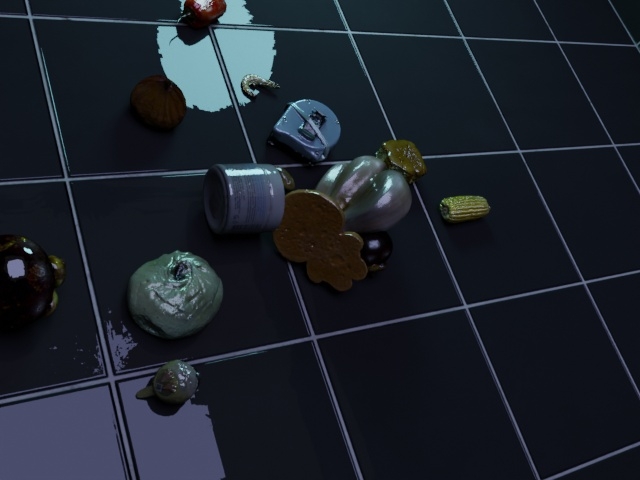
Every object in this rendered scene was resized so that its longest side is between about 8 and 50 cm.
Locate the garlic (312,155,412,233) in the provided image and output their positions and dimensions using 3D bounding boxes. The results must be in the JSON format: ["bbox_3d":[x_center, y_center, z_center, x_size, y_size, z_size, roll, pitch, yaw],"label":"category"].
[{"bbox_3d":[0.108,-0.124,1.902,0.279,0.132,0.325,28,56,30],"label":"garlic"}]

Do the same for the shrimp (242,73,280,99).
[{"bbox_3d":[-0.174,-0.442,2.067,0.114,0.023,0.083,13,60,-14],"label":"shrimp"}]

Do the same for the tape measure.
[{"bbox_3d":[-0.036,-0.311,2.011,0.182,0.107,0.181,27,60,-7],"label":"tape measure"}]

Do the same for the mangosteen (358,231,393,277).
[{"bbox_3d":[0.135,0.033,1.900,0.140,0.140,0.140,13,58,-21],"label":"mangosteen"}]

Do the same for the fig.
[{"bbox_3d":[-0.406,-0.376,1.803,0.146,0.201,0.133,18,65,-10],"label":"fig"}]

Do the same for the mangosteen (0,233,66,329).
[{"bbox_3d":[-0.607,0.078,1.451,0.217,0.192,0.192,-17,71,-53],"label":"mangosteen"}]

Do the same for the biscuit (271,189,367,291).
[{"bbox_3d":[0.000,0.000,1.807,0.289,0.202,0.044,44,19,-6],"label":"biscuit"}]

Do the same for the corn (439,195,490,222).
[{"bbox_3d":[0.438,-0.097,2.154,0.165,0.063,0.085,-6,42,-30],"label":"corn"}]

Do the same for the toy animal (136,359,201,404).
[{"bbox_3d":[-0.320,0.311,1.530,0.098,0.137,0.098,55,20,-33],"label":"toy animal"}]

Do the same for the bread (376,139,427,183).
[{"bbox_3d":[0.240,-0.235,2.131,0.128,0.069,0.140,-11,67,-30],"label":"bread"}]

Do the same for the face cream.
[{"bbox_3d":[-0.194,-0.104,1.762,0.153,0.177,0.177,-3,64,-29],"label":"face cream"}]

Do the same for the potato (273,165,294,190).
[{"bbox_3d":[-0.106,-0.173,1.932,0.092,0.045,0.046,36,88,-1],"label":"potato"}]

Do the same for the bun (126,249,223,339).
[{"bbox_3d":[-0.327,0.119,1.609,0.221,0.108,0.221,13,58,-21],"label":"bun"}]

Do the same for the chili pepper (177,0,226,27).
[{"bbox_3d":[-0.357,-0.665,2.065,0.086,0.084,0.192,31,46,13],"label":"chili pepper"}]
